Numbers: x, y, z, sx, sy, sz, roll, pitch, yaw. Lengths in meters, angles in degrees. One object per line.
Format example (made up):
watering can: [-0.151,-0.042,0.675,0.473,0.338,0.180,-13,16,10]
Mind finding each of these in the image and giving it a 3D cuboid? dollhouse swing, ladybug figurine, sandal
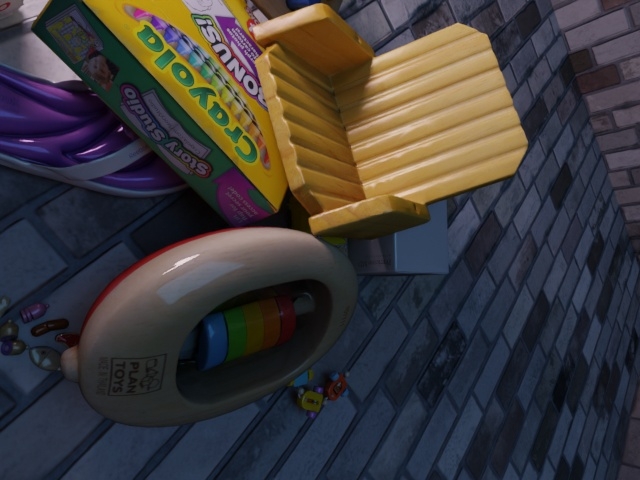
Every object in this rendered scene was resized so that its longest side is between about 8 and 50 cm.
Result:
dollhouse swing: [0.129,-0.213,0.721,0.315,0.304,0.347,3,69,-61]
ladybug figurine: [-0.138,0.108,0.668,0.448,0.161,0.306,-4,120,-43]
sandal: [-0.315,-0.152,0.619,0.415,0.102,0.170,0,86,-41]

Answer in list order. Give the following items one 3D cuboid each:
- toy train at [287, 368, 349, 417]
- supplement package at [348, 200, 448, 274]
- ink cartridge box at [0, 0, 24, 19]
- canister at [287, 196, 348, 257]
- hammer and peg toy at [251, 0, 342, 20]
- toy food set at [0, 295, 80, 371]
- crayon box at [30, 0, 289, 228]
toy train: [-0.015,0.265,0.872,0.125,0.046,0.166,-48,119,-34]
supplement package: [0.148,-0.072,0.957,0.175,0.177,0.293,5,81,-40]
ink cartridge box: [-0.407,-0.310,0.423,0.129,0.307,0.223,53,56,-20]
canister: [0.000,0.000,0.893,0.126,0.073,0.170,-1,87,-40]
hammer and peg toy: [-0.058,-0.508,0.763,0.361,0.127,0.266,22,92,-58]
toy food set: [-0.371,0.125,0.596,0.122,0.019,0.078,37,63,-32]
crayon box: [-0.168,-0.250,0.690,0.363,0.106,0.313,47,37,-27]
